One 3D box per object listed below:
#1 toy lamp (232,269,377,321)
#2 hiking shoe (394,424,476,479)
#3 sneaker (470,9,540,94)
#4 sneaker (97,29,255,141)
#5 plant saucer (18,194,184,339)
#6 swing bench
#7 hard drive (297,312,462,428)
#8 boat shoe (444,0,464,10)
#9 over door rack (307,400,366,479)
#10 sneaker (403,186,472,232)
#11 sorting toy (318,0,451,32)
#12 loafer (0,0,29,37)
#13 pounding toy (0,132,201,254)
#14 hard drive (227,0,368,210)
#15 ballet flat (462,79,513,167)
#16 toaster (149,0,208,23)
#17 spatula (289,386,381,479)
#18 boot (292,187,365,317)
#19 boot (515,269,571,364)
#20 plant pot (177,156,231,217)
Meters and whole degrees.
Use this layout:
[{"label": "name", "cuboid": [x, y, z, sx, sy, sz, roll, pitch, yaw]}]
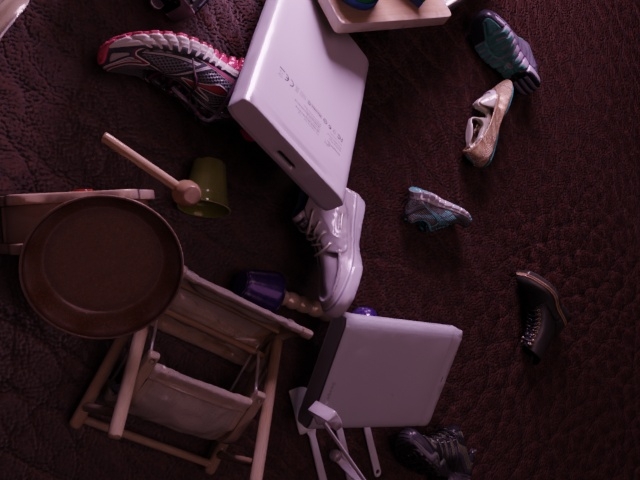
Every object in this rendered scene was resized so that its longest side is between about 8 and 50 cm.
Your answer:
[{"label": "toy lamp", "cuboid": [-0.023, 0.113, 1.220, 0.274, 0.080, 0.080, 22, 78, -32]}, {"label": "hiking shoe", "cuboid": [0.227, 0.407, 1.410, 0.227, 0.086, 0.114, 44, 53, -33]}, {"label": "sneaker", "cuboid": [0.391, -0.413, 1.521, 0.223, 0.083, 0.098, 44, 46, -32]}, {"label": "sneaker", "cuboid": [-0.186, -0.234, 1.077, 0.299, 0.120, 0.112, 11, 86, -35]}, {"label": "plant saucer", "cuboid": [-0.275, 0.031, 0.910, 0.198, 0.036, 0.199, -6, 114, -14]}, {"label": "swing bench", "cuboid": [-0.184, 0.197, 1.061, 0.253, 0.165, 0.255, 31, 66, -31]}, {"label": "hard drive", "cuboid": [0.116, 0.239, 1.288, 0.307, 0.040, 0.203, 11, 102, -41]}, {"label": "boat shoe", "cuboid": [0.276, -0.520, 1.402, 0.319, 0.116, 0.099, -53, 161, -22]}, {"label": "over door rack", "cuboid": [-0.032, 0.432, 1.179, 0.239, 0.108, 0.324, -44, 133, -23]}, {"label": "sneaker", "cuboid": [0.226, -0.047, 1.414, 0.166, 0.065, 0.076, 21, 95, -30]}, {"label": "sorting toy", "cuboid": [0.092, -0.492, 1.225, 0.257, 0.089, 0.256, -16, 74, -34]}, {"label": "loafer", "cuboid": [-0.460, -0.240, 0.903, 0.269, 0.101, 0.092, -60, 154, -26]}, {"label": "pounding toy", "cuboid": [-0.306, -0.063, 0.989, 0.269, 0.154, 0.155, -4, 93, -16]}, {"label": "hard drive", "cuboid": [-0.020, -0.249, 1.134, 0.233, 0.047, 0.353, 45, 41, -34]}, {"label": "ballet flat", "cuboid": [0.343, -0.253, 1.482, 0.067, 0.073, 0.206, 24, 73, -18]}, {"label": "toaster", "cuboid": [-0.209, -0.444, 1.063, 0.168, 0.110, 0.186, 47, 66, -27]}, {"label": "spatula", "cuboid": [0.041, 0.351, 1.304, 0.168, 0.019, 0.242, -21, 102, -34]}, {"label": "boot", "cuboid": [0.000, 0.000, 1.197, 0.123, 0.095, 0.258, 29, 44, -24]}, {"label": "boot", "cuboid": [0.468, 0.170, 1.573, 0.198, 0.077, 0.137, 45, 72, -26]}, {"label": "plant pot", "cuboid": [-0.177, -0.085, 1.116, 0.083, 0.083, 0.079, 15, 70, -34]}]
